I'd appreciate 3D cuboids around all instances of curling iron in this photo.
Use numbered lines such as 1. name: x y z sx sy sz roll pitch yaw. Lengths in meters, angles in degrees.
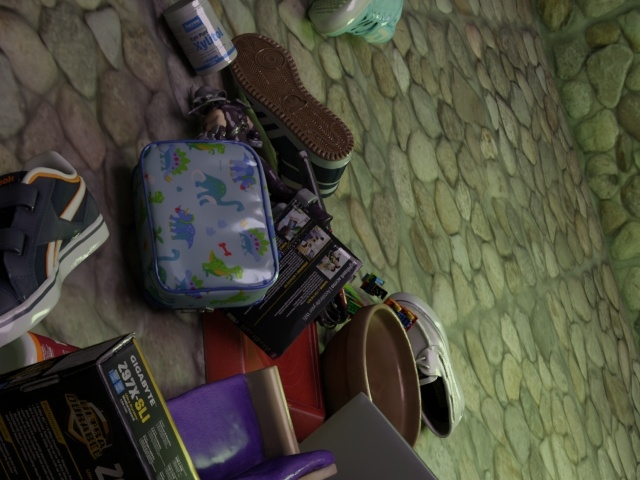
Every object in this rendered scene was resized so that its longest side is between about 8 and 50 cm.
1. curling iron: 0.000 0.000 1.859 0.068 0.035 0.274 -19 102 -59

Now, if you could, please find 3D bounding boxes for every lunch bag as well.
1. lunch bag: -0.147 -0.019 1.611 0.176 0.090 0.219 -3 69 -20

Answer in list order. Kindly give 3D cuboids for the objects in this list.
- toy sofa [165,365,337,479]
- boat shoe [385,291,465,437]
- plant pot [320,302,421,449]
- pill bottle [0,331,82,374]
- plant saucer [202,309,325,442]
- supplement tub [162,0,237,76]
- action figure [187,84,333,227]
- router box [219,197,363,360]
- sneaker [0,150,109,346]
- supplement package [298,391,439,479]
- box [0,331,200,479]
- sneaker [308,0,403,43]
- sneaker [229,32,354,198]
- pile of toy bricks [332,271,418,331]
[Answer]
1. toy sofa: -0.140 0.250 1.446 0.362 0.177 0.150 -11 84 -62
2. boat shoe: 0.173 0.218 2.146 0.088 0.096 0.267 -62 137 -60
3. plant pot: 0.064 0.220 1.899 0.237 0.110 0.237 -13 90 -68
4. pill bottle: -0.287 0.149 1.331 0.152 0.086 0.086 30 49 -54
5. plant saucer: -0.072 0.142 1.779 0.259 0.048 0.258 28 50 -53
6. supplement tub: -0.175 -0.301 1.831 0.107 0.071 0.071 59 30 -22
7. action figure: -0.110 -0.109 1.796 0.285 0.099 0.185 56 28 9
8. router box: -0.049 0.052 1.690 0.133 0.046 0.179 44 71 -2
9. sneaker: -0.328 0.007 1.304 0.321 0.126 0.127 -70 140 -65
10. supplement package: 0.065 0.361 1.605 0.145 0.204 0.262 52 -3 -34
11. box: -0.225 0.273 1.184 0.322 0.257 0.079 67 26 -8
12. sneaker: 0.093 -0.431 2.340 0.150 0.135 0.366 60 30 -16
13. sneaker: -0.058 -0.186 1.956 0.282 0.099 0.153 50 -24 21
14. pile of toy bricks: 0.045 0.091 1.996 0.212 0.118 0.105 35 9 -33
